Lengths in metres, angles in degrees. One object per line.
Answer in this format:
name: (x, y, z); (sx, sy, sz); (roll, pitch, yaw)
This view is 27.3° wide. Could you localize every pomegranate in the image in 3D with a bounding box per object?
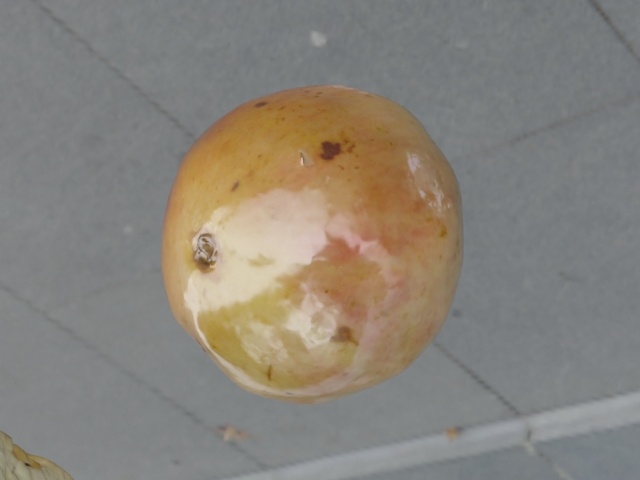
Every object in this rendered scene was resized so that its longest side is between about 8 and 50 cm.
pomegranate: (0.000, 0.002, 0.790); (0.191, 0.191, 0.191); (10, 144, 7)

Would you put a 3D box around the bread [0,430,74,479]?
bread: (-0.227, 0.224, 0.780); (0.224, 0.211, 0.183); (-29, 138, 5)
